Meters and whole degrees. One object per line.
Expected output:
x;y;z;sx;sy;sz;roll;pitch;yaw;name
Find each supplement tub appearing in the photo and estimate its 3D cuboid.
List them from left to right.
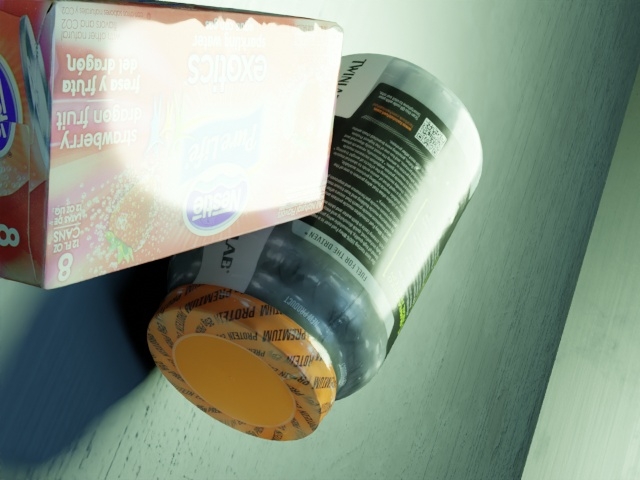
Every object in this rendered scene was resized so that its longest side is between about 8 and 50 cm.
0.000;0.000;0.854;0.316;0.194;0.193;-57;147;-38;supplement tub

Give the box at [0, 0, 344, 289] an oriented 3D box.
-0.121;-0.077;0.620;0.300;0.154;0.142;-20;118;-62;box
